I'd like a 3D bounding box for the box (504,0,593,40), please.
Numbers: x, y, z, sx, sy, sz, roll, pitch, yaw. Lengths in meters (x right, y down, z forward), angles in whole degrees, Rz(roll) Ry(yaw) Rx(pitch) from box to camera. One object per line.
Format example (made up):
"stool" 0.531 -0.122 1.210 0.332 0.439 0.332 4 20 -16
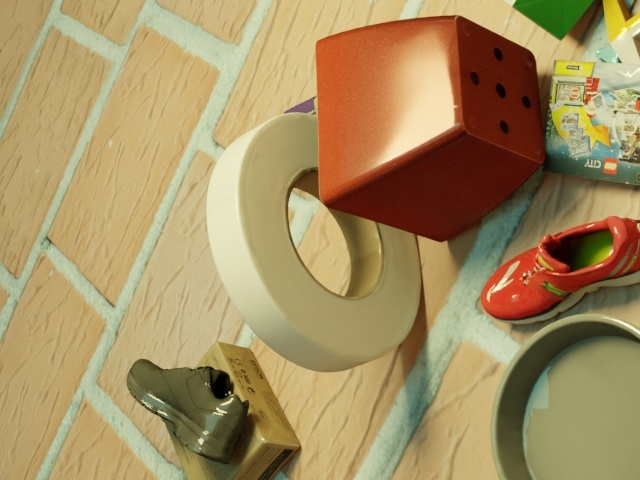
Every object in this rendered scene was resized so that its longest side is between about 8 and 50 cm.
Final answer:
"box" 0.340 -0.465 1.695 0.262 0.127 0.231 -52 40 18

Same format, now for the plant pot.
"plant pot" 0.172 -0.178 1.683 0.236 0.267 0.267 -22 62 43

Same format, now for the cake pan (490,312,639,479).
"cake pan" 0.352 0.243 1.519 0.293 0.054 0.293 -17 65 42

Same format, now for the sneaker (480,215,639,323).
"sneaker" 0.318 0.028 1.578 0.279 0.118 0.107 -29 57 37

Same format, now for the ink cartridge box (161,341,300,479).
"ink cartridge box" -0.160 0.324 2.007 0.193 0.088 0.234 -52 47 23

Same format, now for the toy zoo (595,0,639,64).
"toy zoo" 0.494 -0.327 1.575 0.293 0.030 0.192 -33 55 35

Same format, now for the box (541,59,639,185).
"box" 0.410 -0.158 1.571 0.233 0.044 0.159 14 103 48

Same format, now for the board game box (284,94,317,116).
"board game box" 0.010 -0.184 2.026 0.170 0.048 0.141 -21 63 41

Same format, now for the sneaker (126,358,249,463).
"sneaker" -0.215 0.260 1.962 0.286 0.109 0.130 30 90 40

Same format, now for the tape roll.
"tape roll" 0.000 0.000 1.727 0.072 0.392 0.392 -25 60 40

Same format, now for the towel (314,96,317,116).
"towel" 0.016 -0.223 1.990 0.060 0.009 0.083 -39 51 31
